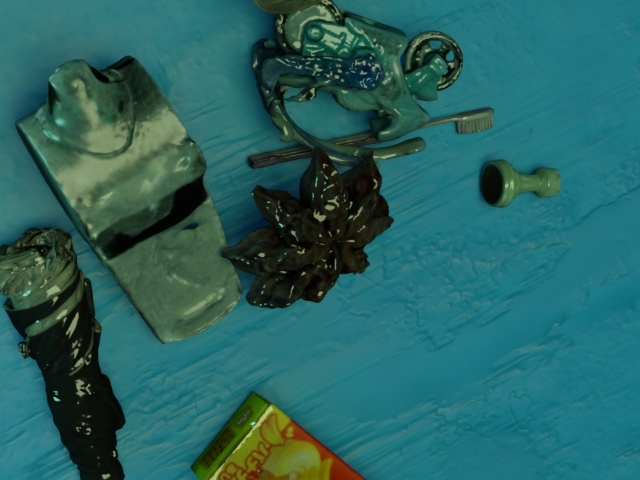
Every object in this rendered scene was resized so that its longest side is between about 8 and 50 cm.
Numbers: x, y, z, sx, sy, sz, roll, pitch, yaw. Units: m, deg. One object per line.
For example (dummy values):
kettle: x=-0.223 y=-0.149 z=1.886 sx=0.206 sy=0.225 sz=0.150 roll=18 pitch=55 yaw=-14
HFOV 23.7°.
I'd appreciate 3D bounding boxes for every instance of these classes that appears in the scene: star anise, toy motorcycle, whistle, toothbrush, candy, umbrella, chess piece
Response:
star anise: x=-0.001 y=0.001 z=1.951 sx=0.223 sy=0.109 sz=0.236 roll=-4 pitch=132 yaw=-48
toy motorcycle: x=0.041 y=-0.202 z=1.970 sx=0.260 sy=0.154 sz=0.206 roll=17 pitch=104 yaw=-14
whistle: x=-0.221 y=-0.046 z=1.887 sx=0.168 sy=0.188 sz=0.405 roll=-33 pitch=107 yaw=-11
toothbrush: x=0.073 y=-0.134 z=2.054 sx=0.353 sy=0.024 sz=0.029 roll=-12 pitch=110 yaw=-16
candy: x=-0.025 y=0.343 z=2.061 sx=0.276 sy=0.088 sz=0.146 roll=40 pitch=84 yaw=-18
umbrella: x=-0.324 y=0.155 z=1.947 sx=0.113 sy=0.106 sz=0.358 roll=-16 pitch=110 yaw=-5
chess piece: x=0.280 y=-0.080 z=2.110 sx=0.103 sy=0.067 sz=0.067 roll=-3 pitch=99 yaw=-26

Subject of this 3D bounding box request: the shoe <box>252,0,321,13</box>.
shoe: x=-0.001 y=-0.413 z=1.919 sx=0.316 sy=0.159 sz=0.124 roll=-34 pitch=150 yaw=-27
